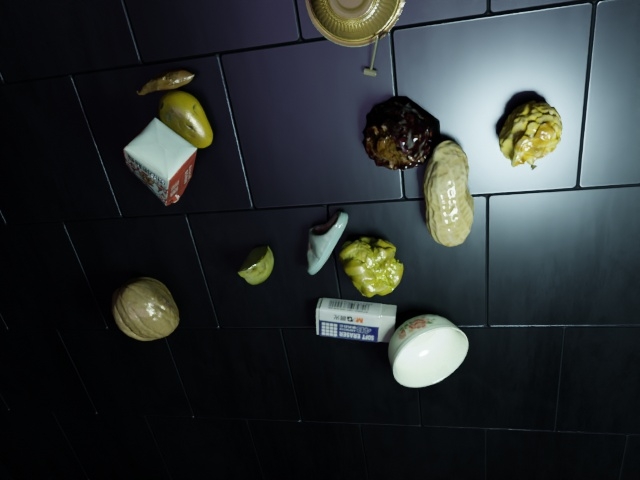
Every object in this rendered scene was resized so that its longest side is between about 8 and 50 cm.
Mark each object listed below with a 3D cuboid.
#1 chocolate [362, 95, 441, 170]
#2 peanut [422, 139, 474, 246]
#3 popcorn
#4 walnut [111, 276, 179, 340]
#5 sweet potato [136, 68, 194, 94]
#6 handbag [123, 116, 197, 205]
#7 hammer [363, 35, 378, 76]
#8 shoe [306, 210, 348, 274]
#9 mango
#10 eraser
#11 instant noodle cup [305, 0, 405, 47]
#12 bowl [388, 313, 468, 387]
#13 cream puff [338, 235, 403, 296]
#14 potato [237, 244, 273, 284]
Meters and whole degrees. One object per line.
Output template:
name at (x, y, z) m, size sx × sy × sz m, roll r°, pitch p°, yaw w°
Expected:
chocolate at (0.213, -0.272, 1.382) m, size 0.224 × 0.177 × 0.206 m, roll 35°, pitch 119°, yaw -6°
peanut at (0.378, -0.132, 1.448) m, size 0.153 × 0.140 × 0.325 m, roll -11°, pitch 113°, yaw -14°
popcorn at (0.558, -0.280, 1.317) m, size 0.180 × 0.180 × 0.170 m, roll -31°, pitch 75°, yaw 25°
walnut at (-0.643, 0.256, 1.827) m, size 0.225 × 0.225 × 0.261 m, roll -22°, pitch 124°, yaw 21°
sweet potato at (-0.469, -0.475, 1.477) m, size 0.206 × 0.068 × 0.060 m, roll -11°, pitch 97°, yaw 24°
handbag at (-0.502, -0.232, 1.548) m, size 0.171 × 0.151 × 0.298 m, roll 36°, pitch 157°, yaw -6°
hammer at (0.144, -0.502, 1.345) m, size 0.036 × 0.019 × 0.110 m, roll 13°, pitch 136°, yaw 5°
shoe at (0.000, 0.000, 1.618) m, size 0.100 × 0.103 × 0.251 m, roll 29°, pitch 114°, yaw -5°
mango at (-0.409, -0.365, 1.506) m, size 0.137 × 0.098 × 0.195 m, roll -35°, pitch 111°, yaw 22°
eraser at (0.126, 0.283, 1.753) m, size 0.279 × 0.081 × 0.124 m, roll 5°, pitch 119°, yaw 9°
instant noodle cup at (0.084, -0.633, 1.262) m, size 0.274 × 0.090 × 0.274 m, roll 5°, pitch 118°, yaw 9°
bowl at (0.347, 0.357, 1.687) m, size 0.277 × 0.145 × 0.277 m, roll -11°, pitch 127°, yaw -15°
cream puff at (0.169, 0.079, 1.587) m, size 0.195 × 0.194 × 0.221 m, roll -31°, pitch 113°, yaw 24°
potato at (-0.202, 0.105, 1.689) m, size 0.081 × 0.149 × 0.120 m, roll -11°, pitch 117°, yaw 23°
